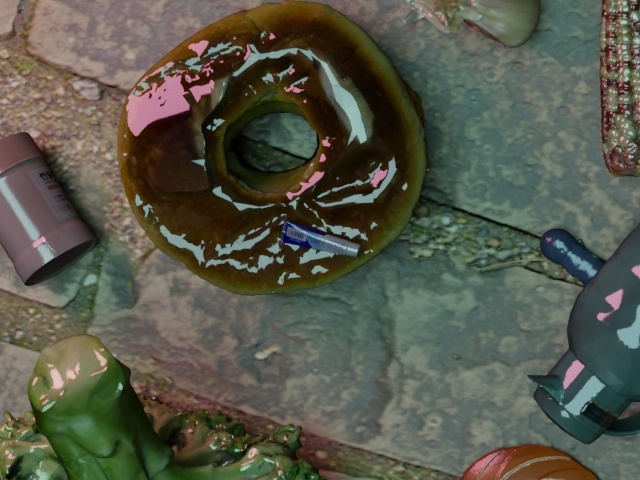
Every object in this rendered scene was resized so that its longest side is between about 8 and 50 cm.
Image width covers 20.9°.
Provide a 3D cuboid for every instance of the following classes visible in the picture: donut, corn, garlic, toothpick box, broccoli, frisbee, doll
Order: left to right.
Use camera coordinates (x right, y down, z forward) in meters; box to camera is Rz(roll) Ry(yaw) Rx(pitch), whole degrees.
[{"bbox_3d":[-0.333,-0.035,1.966,0.098,0.098,0.149,-35,83,15],"label":"toothpick box"},{"bbox_3d":[-0.240,0.238,1.815,0.353,0.397,0.274,-41,56,19],"label":"broccoli"},{"bbox_3d":[-0.044,-0.105,1.859,0.330,0.160,0.330,2,101,8],"label":"donut"},{"bbox_3d":[0.151,-0.265,1.821,0.174,0.099,0.124,41,84,7],"label":"garlic"},{"bbox_3d":[0.222,0.314,1.850,0.192,0.035,0.192,1,92,17],"label":"frisbee"},{"bbox_3d":[0.284,0.031,1.824,0.125,0.027,0.037,38,103,9],"label":"doll"},{"bbox_3d":[0.320,-0.179,1.776,0.080,0.079,0.237,-3,91,17],"label":"corn"}]

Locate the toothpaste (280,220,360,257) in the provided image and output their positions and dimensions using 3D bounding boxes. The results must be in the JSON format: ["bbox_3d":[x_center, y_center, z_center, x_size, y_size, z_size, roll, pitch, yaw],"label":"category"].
[{"bbox_3d":[0.000,0.000,1.789,0.083,0.015,0.024,13,108,9],"label":"toothpaste"}]

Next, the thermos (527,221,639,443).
[{"bbox_3d":[0.341,0.083,1.747,0.286,0.182,0.145,-51,37,8],"label":"thermos"}]
